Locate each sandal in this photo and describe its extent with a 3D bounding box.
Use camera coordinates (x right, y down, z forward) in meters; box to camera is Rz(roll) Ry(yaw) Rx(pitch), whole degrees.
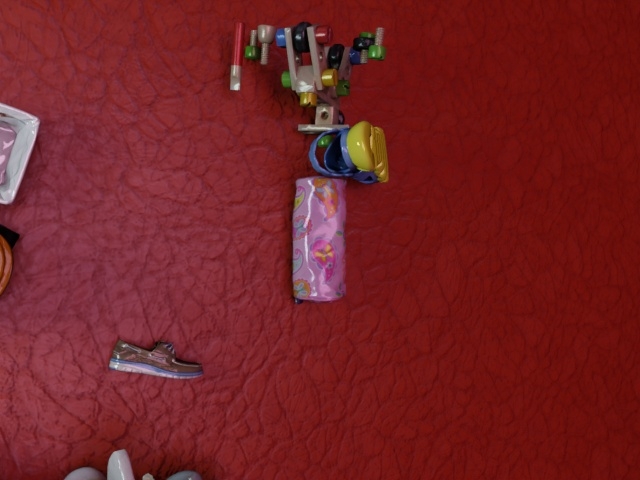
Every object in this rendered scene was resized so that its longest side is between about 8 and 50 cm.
[{"bbox_3d":[0.069,-0.185,1.262,0.138,0.317,0.126,-8,85,17],"label":"sandal"}]

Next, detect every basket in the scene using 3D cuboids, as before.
[{"bbox_3d":[-0.581,-0.152,1.033,0.113,0.103,0.167,19,79,-28],"label":"basket"}]

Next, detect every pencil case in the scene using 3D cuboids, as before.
[{"bbox_3d":[0.000,0.000,1.291,0.124,0.124,0.284,0,89,-24],"label":"pencil case"}]

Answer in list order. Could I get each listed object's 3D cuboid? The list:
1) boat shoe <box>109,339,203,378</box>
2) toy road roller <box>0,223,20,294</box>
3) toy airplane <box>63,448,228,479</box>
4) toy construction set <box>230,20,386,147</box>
[{"bbox_3d":[-0.319,0.234,1.159,0.183,0.066,0.066,13,81,-23],"label":"boat shoe"},{"bbox_3d":[-0.660,0.001,0.918,0.329,0.240,0.202,31,75,-20],"label":"toy road roller"},{"bbox_3d":[-0.383,0.493,1.003,0.384,0.272,0.386,-38,138,-9],"label":"toy airplane"},{"bbox_3d":[-0.039,-0.327,1.250,0.309,0.257,0.237,6,98,-4],"label":"toy construction set"}]
